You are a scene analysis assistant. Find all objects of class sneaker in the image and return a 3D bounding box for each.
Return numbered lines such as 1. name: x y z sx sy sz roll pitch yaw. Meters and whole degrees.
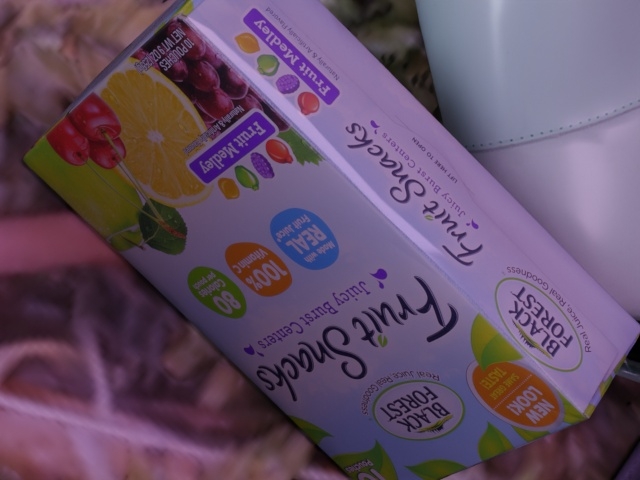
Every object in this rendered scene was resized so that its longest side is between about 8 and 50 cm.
1. sneaker: 0.122 -0.032 0.625 0.256 0.094 0.151 -4 93 -43

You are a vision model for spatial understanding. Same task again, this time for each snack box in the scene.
1. snack box: 0.000 0.000 0.521 0.141 0.100 0.037 45 56 -10

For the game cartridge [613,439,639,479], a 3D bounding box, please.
1. game cartridge: 0.132 0.173 0.566 0.196 0.060 0.294 44 56 -5
